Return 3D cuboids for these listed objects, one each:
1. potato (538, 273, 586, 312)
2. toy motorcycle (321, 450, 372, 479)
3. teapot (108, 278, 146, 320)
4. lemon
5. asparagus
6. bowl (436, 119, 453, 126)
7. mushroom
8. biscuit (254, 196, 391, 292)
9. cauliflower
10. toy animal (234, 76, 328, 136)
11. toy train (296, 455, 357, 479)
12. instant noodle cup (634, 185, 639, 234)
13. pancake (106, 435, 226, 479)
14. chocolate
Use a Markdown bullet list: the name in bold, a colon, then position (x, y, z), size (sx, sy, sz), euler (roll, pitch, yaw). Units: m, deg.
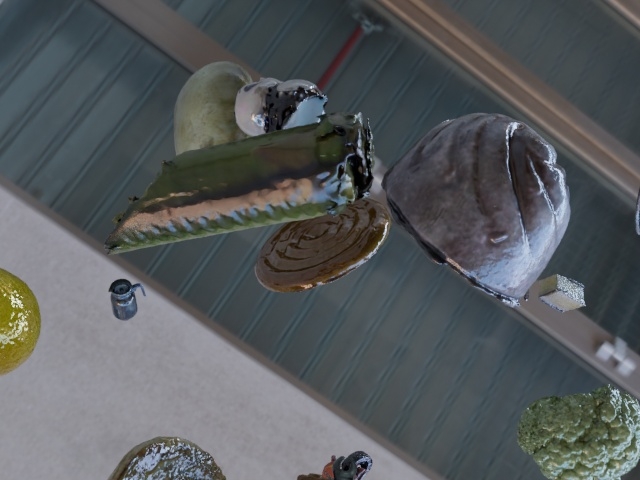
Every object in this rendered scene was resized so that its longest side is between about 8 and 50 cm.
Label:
- **potato**: position (0.630, 0.137, 2.258), size (0.086, 0.122, 0.061), euler (-29, -134, 44)
- **toy motorcycle**: position (0.023, 0.628, 2.039), size (0.171, 0.089, 0.298), euler (4, 117, -47)
- **teapot**: position (-0.377, 0.118, 1.683), size (0.083, 0.064, 0.049), euler (95, 7, -46)
- **lemon**: position (-0.558, 0.132, 1.414), size (0.187, 0.244, 0.186), euler (-15, -128, 20)
- **asparagus**: position (-0.115, -0.067, 1.089), size (0.382, 0.128, 0.108), euler (-11, -142, 14)
- **bowl**: position (0.310, -0.107, 2.073), size (0.158, 0.337, 0.337), euler (-24, -154, 38)
- **mushroom**: position (-0.223, -0.256, 2.095), size (0.352, 0.260, 0.352), euler (-3, 90, -86)
- **biscuit**: position (0.000, 0.000, 1.493), size (0.262, 0.037, 0.262), euler (-20, -154, 11)
- **cauliflower**: position (0.534, 0.397, 1.802), size (0.272, 0.275, 0.250), euler (-35, -149, -16)
- **toy animal**: position (-0.095, -0.267, 1.752), size (0.166, 0.179, 0.138), euler (-12, 117, -56)
- **toy train**: position (0.018, 0.607, 1.570), size (0.249, 0.178, 0.429), euler (55, 43, -78)
- **instant noodle cup**: position (0.852, -0.097, 1.974), size (0.217, 0.207, 0.217), euler (-29, 126, -50)
- **pancake**: position (-0.250, 0.494, 1.381), size (0.065, 0.356, 0.356), euler (-8, -142, 37)
- **chocolate**: position (0.265, -0.074, 1.311), size (0.213, 0.303, 0.303), euler (-52, -172, 20)
